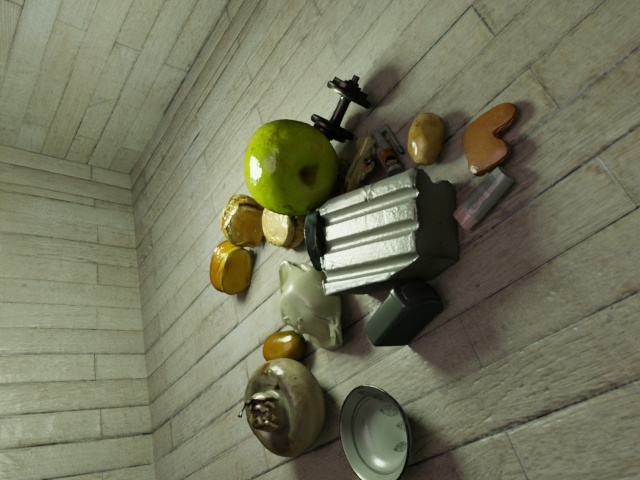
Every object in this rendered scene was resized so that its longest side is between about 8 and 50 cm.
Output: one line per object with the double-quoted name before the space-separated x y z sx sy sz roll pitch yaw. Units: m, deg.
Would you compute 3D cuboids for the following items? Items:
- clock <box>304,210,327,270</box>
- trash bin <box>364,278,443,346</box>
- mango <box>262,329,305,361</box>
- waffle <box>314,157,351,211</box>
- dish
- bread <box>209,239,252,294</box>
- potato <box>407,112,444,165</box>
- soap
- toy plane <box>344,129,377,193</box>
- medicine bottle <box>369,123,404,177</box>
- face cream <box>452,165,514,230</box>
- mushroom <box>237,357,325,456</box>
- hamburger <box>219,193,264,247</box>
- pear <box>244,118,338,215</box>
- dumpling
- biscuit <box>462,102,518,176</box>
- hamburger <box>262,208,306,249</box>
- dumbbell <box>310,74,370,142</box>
"clock" 0.000 0.000 1.751 0.049 0.226 0.226 -7 74 16
"trash bin" 0.264 0.229 1.488 0.236 0.177 0.101 -57 45 30
"mango" -0.148 0.449 1.966 0.221 0.120 0.151 -16 72 41
"waffle" 0.037 -0.183 1.938 0.329 0.062 0.329 -16 69 47
"dish" 0.196 0.619 1.534 0.316 0.106 0.316 -12 74 50
"bread" -0.437 0.132 2.320 0.142 0.195 0.269 25 116 43
"potato" 0.345 -0.335 1.570 0.118 0.109 0.178 168 114 -71
"soap" 0.214 -0.007 1.569 0.435 0.213 0.350 -19 64 46
"toy plane" 0.151 -0.280 1.770 0.229 0.092 0.244 -108 27 -56
"medicine bottle" 0.245 -0.332 1.732 0.092 0.061 0.220 -30 56 14
"face cream" 0.478 -0.123 1.404 0.198 0.057 0.084 -53 42 31
"mushroom" -0.158 0.630 1.788 0.362 0.294 0.362 -2 87 42
"hamburger" -0.365 -0.092 2.272 0.163 0.244 0.244 29 104 49
"pear" -0.123 -0.283 1.824 0.391 0.391 0.391 -14 71 48
"dumpling" -0.034 0.270 1.854 0.395 0.233 0.315 42 147 31
"biscuit" 0.505 -0.303 1.407 0.186 0.036 0.192 -32 50 42
"hamburger" -0.151 -0.075 2.054 0.243 0.146 0.286 53 132 47
"dumbbell" 0.078 -0.504 1.860 0.192 0.192 0.290 46 115 45
